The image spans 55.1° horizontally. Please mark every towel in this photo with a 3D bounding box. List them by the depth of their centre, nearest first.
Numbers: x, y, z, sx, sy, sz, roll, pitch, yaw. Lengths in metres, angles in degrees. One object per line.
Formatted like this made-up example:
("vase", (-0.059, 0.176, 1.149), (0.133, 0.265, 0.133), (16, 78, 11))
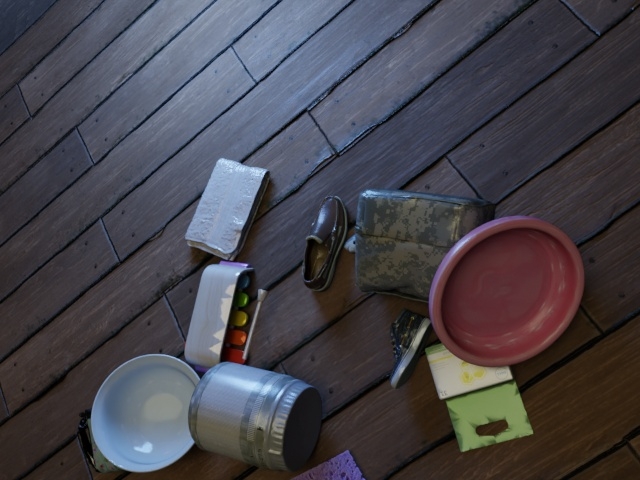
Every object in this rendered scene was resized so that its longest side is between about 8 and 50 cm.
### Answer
("towel", (-0.271, -0.093, 1.768), (0.187, 0.049, 0.282), (18, 84, 27))

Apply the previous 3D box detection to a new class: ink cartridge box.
("ink cartridge box", (0.349, 0.330, 1.362), (0.171, 0.056, 0.235), (-21, 66, 18))

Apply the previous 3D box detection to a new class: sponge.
("sponge", (0.006, 0.569, 1.382), (0.117, 0.210, 0.031), (57, 141, 25))

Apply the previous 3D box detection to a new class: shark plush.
("shark plush", (0.122, -0.035, 1.569), (0.161, 0.073, 0.067), (-60, 31, 5))

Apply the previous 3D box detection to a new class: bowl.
("bowl", (-0.434, 0.459, 1.620), (0.298, 0.134, 0.297), (-1, 67, 2))

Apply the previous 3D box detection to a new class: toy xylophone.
("toy xylophone", (-0.252, 0.213, 1.655), (0.236, 0.081, 0.322), (15, 83, 28))

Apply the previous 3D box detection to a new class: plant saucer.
("plant saucer", (0.375, 0.100, 1.269), (0.332, 0.332, 0.084), (-45, 23, 8))

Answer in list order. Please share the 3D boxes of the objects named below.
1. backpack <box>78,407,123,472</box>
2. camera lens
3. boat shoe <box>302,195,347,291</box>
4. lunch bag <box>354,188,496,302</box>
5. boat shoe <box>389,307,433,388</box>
("backpack", (-0.571, 0.543, 1.684), (0.115, 0.152, 0.182), (-18, 76, 18))
("camera lens", (-0.160, 0.420, 1.478), (0.274, 0.219, 0.219), (6, 79, 26))
("boat shoe", (0.007, 0.001, 1.585), (0.095, 0.095, 0.257), (3, 77, 26))
("lunch bag", (0.230, 0.018, 1.415), (0.305, 0.212, 0.256), (10, 98, 29))
("boat shoe", (0.192, 0.254, 1.453), (0.083, 0.065, 0.183), (24, 80, 30))
